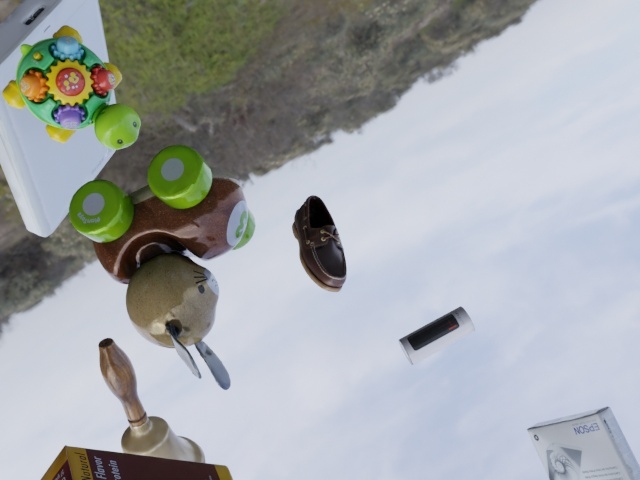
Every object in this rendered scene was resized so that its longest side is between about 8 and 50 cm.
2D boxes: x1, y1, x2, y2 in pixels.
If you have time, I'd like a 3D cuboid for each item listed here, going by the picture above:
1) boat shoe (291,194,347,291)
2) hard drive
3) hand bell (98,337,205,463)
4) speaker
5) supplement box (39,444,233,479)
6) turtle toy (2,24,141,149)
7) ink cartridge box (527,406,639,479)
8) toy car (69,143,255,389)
[{"bbox_3d":[0.000,0.000,1.280,0.073,0.073,0.207,-61,-145,29],"label":"boat shoe"},{"bbox_3d":[-0.332,-0.166,0.929,0.308,0.040,0.203,101,13,-57],"label":"hard drive"},{"bbox_3d":[-0.242,0.226,0.967,0.126,0.242,0.126,-8,-147,5],"label":"hand bell"},{"bbox_3d":[0.216,0.176,1.370,0.136,0.055,0.055,-27,-172,-4],"label":"speaker"},{"bbox_3d":[-0.166,0.317,0.690,0.129,0.194,0.191,-52,-137,16],"label":"supplement box"},{"bbox_3d":[-0.226,-0.137,0.693,0.095,0.130,0.066,-53,-155,-10],"label":"turtle toy"},{"bbox_3d":[0.538,0.457,1.470,0.045,0.224,0.223,-19,167,-30],"label":"ink cartridge box"},{"bbox_3d":[-0.118,0.039,0.666,0.148,0.188,0.155,-23,159,5],"label":"toy car"}]
